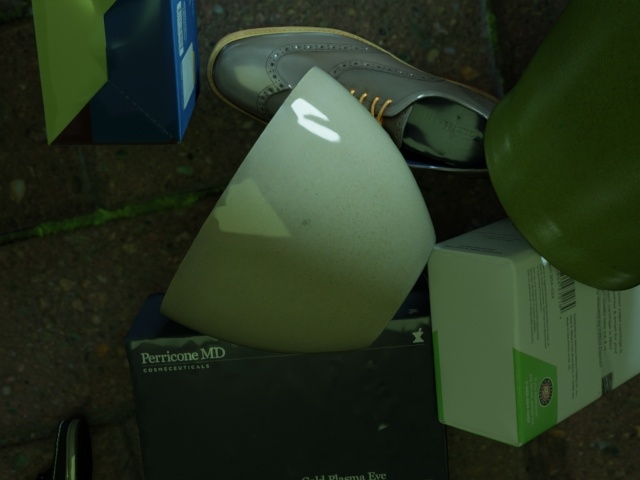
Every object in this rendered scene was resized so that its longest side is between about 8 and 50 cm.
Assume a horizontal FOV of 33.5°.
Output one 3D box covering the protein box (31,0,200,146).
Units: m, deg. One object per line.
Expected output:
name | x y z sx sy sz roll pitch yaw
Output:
protein box | -0.204 -0.223 1.102 0.136 0.201 0.200 -1 113 0

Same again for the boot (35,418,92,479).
boot | -0.380 0.323 1.308 0.178 0.085 0.236 9 104 1

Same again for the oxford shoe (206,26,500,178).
oxford shoe | 0.050 -0.154 1.165 0.364 0.133 0.130 13 104 -2

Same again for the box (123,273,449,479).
box | -0.028 0.219 1.232 0.343 0.179 0.312 -4 104 1

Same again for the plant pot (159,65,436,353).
plant pot | 0.000 0.000 1.041 0.191 0.284 0.284 32 102 -1

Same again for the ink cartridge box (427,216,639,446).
ink cartridge box | 0.248 0.074 1.153 0.115 0.273 0.198 9 109 45

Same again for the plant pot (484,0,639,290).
plant pot | 0.346 -0.131 0.974 0.366 0.366 0.353 41 136 -9
